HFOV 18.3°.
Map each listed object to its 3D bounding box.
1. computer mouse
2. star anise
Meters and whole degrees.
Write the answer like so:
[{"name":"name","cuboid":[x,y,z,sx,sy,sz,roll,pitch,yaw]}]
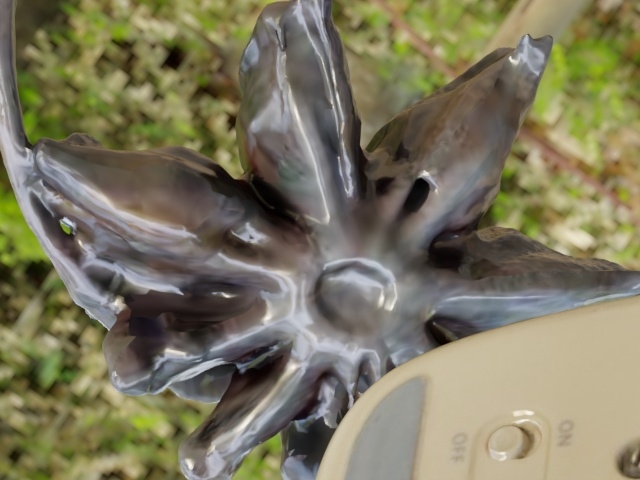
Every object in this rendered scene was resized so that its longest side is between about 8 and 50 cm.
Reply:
[{"name":"computer mouse","cuboid":[0.106,0.081,0.556,0.236,0.145,0.082,-12,135,24]},{"name":"star anise","cuboid":[0.000,0.000,0.943,0.316,0.359,0.139,-2,-176,-19]}]
